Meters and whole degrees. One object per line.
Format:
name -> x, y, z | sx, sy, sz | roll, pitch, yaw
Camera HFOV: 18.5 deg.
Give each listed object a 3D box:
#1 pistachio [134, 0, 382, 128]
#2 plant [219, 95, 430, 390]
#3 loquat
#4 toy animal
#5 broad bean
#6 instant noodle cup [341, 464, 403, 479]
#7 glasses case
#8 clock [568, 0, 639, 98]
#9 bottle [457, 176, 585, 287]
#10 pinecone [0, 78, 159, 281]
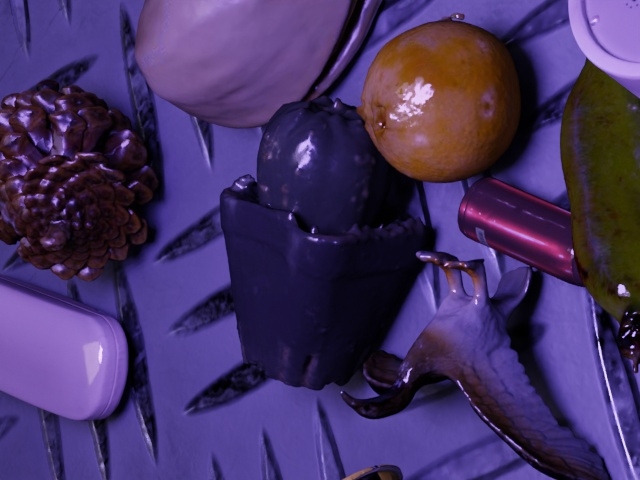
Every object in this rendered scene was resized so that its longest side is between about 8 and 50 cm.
pistachio -> -0.055, -0.219, 1.803 | 0.288, 0.166, 0.197 | -42, 81, 31
plant -> 0.000, 0.000, 1.738 | 0.164, 0.142, 0.256 | 29, 118, 45
loquat -> 0.100, -0.119, 1.646 | 0.141, 0.141, 0.141 | -6, 82, 47
toy animal -> 0.092, 0.088, 1.603 | 0.272, 0.197, 0.160 | 14, 94, 51
broad bean -> 0.224, -0.044, 1.515 | 0.077, 0.061, 0.339 | -30, 52, 41
instant noodle cup -> 0.032, 0.281, 1.679 | 0.151, 0.151, 0.122 | -46, 66, 34
glasses case -> -0.305, 0.110, 2.098 | 0.297, 0.075, 0.113 | 17, 100, 47
clock -> 0.282, -0.195, 1.458 | 0.197, 0.068, 0.197 | -25, 50, 34
bottle -> 0.187, -0.003, 1.596 | 0.164, 0.060, 0.060 | 27, 106, 45
pinecone -> -0.268, -0.073, 2.007 | 0.185, 0.169, 0.212 | -56, 50, 30
